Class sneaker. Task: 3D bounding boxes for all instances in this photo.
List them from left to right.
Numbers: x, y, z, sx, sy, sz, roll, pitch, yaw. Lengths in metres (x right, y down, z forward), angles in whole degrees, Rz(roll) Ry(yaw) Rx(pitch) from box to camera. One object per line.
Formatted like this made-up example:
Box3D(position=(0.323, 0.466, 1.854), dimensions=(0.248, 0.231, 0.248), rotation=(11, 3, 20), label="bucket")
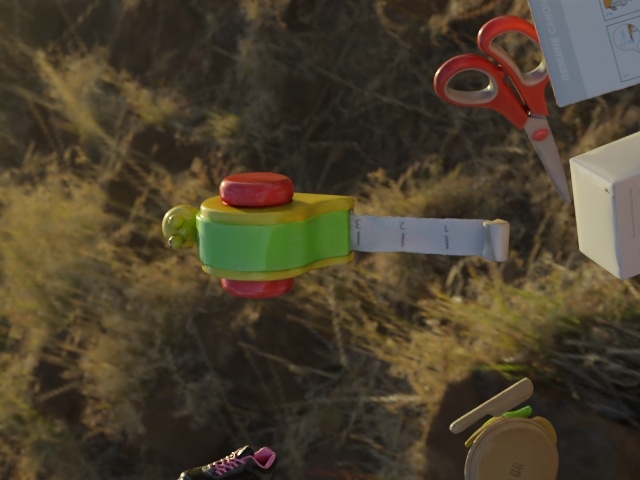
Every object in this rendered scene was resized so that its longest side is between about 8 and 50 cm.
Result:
Box3D(position=(-0.089, 0.228, 1.237), dimensions=(0.047, 0.119, 0.057), rotation=(36, 111, 39), label="sneaker")

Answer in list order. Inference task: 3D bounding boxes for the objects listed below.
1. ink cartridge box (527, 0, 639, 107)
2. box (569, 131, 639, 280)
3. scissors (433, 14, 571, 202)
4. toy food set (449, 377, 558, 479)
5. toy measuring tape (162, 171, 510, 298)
Box3D(position=(0.268, -0.266, 0.974), dimensions=(0.239, 0.275, 0.060), rotation=(-15, 12, 16), label="ink cartridge box")
Box3D(position=(0.390, -0.053, 1.446), dimensions=(0.091, 0.170, 0.130), rotation=(-134, 28, -57), label="box")
Box3D(position=(0.217, -0.119, 1.213), dimensions=(0.109, 0.297, 0.021), rotation=(-35, 48, 21), label="scissors")
Box3D(position=(0.232, 0.270, 1.503), dimensions=(0.132, 0.192, 0.038), rotation=(-27, 13, -12), label="toy food set")
Box3D(position=(0.000, 0.000, 1.133), dimensions=(0.330, 0.121, 0.121), rotation=(5, 73, 19), label="toy measuring tape")
